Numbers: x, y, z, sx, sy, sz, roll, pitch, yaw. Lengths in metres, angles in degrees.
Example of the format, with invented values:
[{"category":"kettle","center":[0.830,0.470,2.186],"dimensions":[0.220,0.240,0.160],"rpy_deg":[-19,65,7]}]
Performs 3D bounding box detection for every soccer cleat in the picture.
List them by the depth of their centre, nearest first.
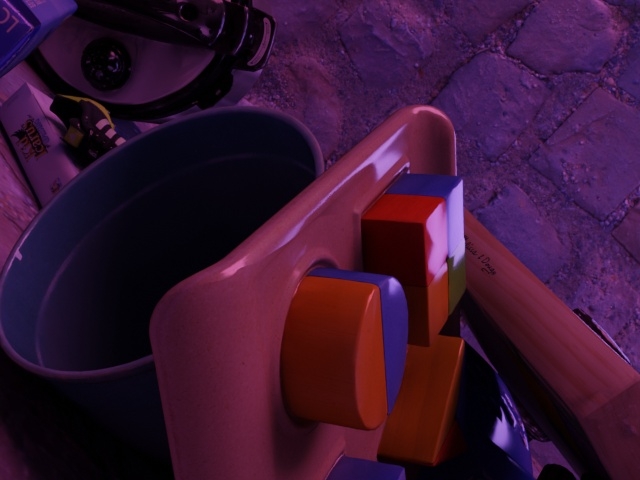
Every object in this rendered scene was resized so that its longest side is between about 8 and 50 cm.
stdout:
[{"category":"soccer cleat","center":[-0.237,-0.096,0.972],"dimensions":[0.072,0.060,0.179],"rpy_deg":[12,30,-52]}]

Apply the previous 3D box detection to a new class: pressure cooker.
[{"category":"pressure cooker","center":[-0.270,-0.366,1.443],"dimensions":[0.376,0.369,0.420],"rpy_deg":[64,8,-3]}]

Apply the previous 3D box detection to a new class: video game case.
[{"category":"video game case","center":[-0.239,-0.040,1.080],"dimensions":[0.244,0.061,0.269],"rpy_deg":[52,9,35]}]

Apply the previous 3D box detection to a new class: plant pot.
[{"category":"plant pot","center":[-0.074,0.074,0.738],"dimensions":[0.255,0.271,0.272],"rpy_deg":[60,-2,-39]},{"category":"plant pot","center":[0.100,0.240,0.955],"dimensions":[0.236,0.236,0.212],"rpy_deg":[44,13,-40]}]

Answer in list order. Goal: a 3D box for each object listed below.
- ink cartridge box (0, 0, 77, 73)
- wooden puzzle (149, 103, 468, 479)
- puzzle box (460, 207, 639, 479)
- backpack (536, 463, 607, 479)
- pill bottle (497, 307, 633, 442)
[{"category":"ink cartridge box","center":[-0.429,-0.289,0.960],"dimensions":[0.270,0.151,0.395],"rpy_deg":[46,9,-18]},{"category":"wooden puzzle","center":[0.039,0.105,0.614],"dimensions":[0.348,0.080,0.322],"rpy_deg":[-40,131,-53]},{"category":"puzzle box","center":[0.204,0.116,0.818],"dimensions":[0.272,0.052,0.409],"rpy_deg":[56,1,-30]},{"category":"backpack","center":[0.145,0.320,0.720],"dimensions":[0.213,0.276,0.263],"rpy_deg":[54,2,9]},{"category":"pill bottle","center":[0.330,0.211,1.296],"dimensions":[0.123,0.219,0.123],"rpy_deg":[48,5,-6]}]
